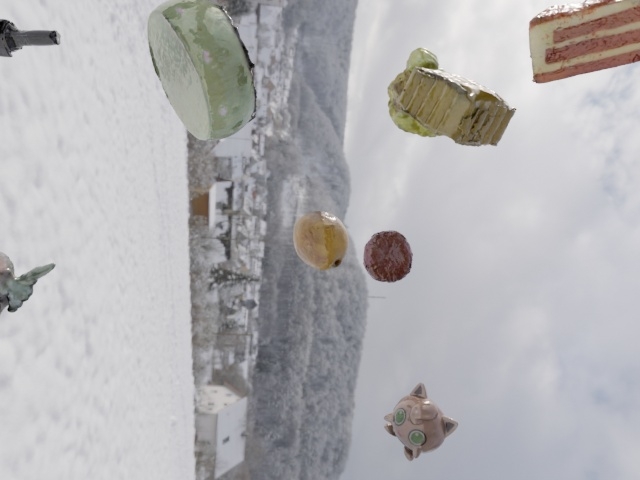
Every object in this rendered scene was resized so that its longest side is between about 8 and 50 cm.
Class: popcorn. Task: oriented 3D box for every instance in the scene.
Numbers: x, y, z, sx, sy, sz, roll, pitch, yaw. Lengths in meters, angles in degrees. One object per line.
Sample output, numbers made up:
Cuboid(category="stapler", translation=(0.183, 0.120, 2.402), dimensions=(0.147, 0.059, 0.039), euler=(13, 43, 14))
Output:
Cuboid(category="popcorn", translation=(0.324, -0.453, 1.534), dimensions=(0.225, 0.286, 0.174), euler=(-30, -139, 29))

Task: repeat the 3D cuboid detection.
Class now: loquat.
Cuboid(category="loquat", translation=(0.000, 0.000, 1.830), dimensions=(0.238, 0.193, 0.238), euler=(46, -34, 44))

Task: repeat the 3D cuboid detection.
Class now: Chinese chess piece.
Cuboid(category="Chinese chess piece", translation=(-0.305, -0.434, 1.226), dimensions=(0.349, 0.146, 0.349), euler=(43, -30, 33))

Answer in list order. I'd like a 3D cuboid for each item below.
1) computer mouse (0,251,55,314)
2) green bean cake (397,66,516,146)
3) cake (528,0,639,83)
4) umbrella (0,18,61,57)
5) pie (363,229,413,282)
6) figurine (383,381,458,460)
Cuboid(category="computer mouse", translation=(-0.480, 0.090, 0.528), dimensions=(0.199, 0.389, 0.115), euler=(-102, 166, -54))
Cuboid(category="green bean cake", translation=(0.331, -0.329, 1.166), dimensions=(0.230, 0.224, 0.131), euler=(48, -53, 38))
Cuboid(category="cake", translation=(0.596, -0.455, 1.080), dimensions=(0.262, 0.159, 0.158), euler=(24, -39, 57))
Cuboid(category="umbrella", translation=(-0.772, -0.467, 1.104), dimensions=(0.118, 0.340, 0.118), euler=(2, 90, -88))
Cuboid(category="pie", translation=(0.189, 0.045, 1.335), dimensions=(0.038, 0.153, 0.154), euler=(138, -45, -82))
Cuboid(category="figurine", translation=(0.212, 0.395, 1.033), dimensions=(0.138, 0.125, 0.125), euler=(-50, -161, 16))
